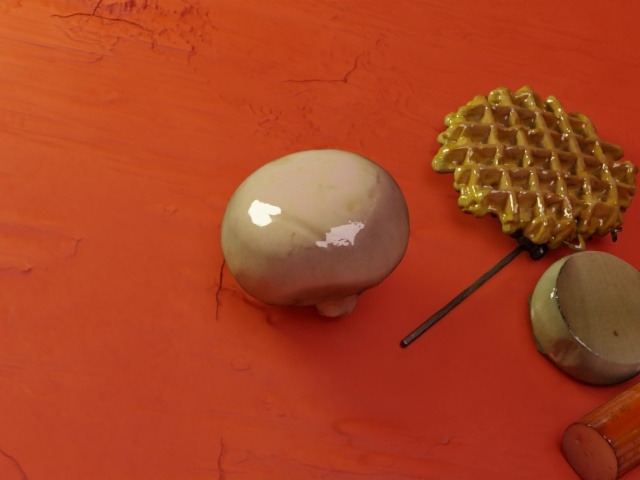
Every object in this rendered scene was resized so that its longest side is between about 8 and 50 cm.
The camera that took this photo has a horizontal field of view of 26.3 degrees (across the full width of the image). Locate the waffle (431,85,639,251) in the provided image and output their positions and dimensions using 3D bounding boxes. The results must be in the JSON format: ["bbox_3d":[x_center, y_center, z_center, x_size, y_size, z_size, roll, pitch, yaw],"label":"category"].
[{"bbox_3d":[0.313,-0.107,1.975,0.329,0.062,0.329,13,46,-14],"label":"waffle"}]

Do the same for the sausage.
[{"bbox_3d":[0.459,0.219,1.819,0.312,0.093,0.093,-24,69,-33],"label":"sausage"}]

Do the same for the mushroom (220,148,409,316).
[{"bbox_3d":[0.000,0.000,1.730,0.246,0.202,0.246,-15,28,8],"label":"mushroom"}]

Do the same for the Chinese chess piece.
[{"bbox_3d":[0.378,0.106,1.871,0.188,0.083,0.188,12,55,-18],"label":"Chinese chess piece"}]

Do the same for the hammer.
[{"bbox_3d":[0.205,0.064,1.865,0.292,0.029,0.058,-35,74,-33],"label":"hammer"}]
